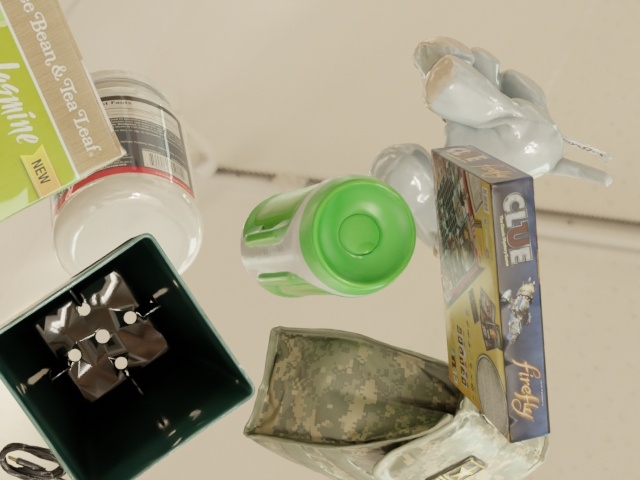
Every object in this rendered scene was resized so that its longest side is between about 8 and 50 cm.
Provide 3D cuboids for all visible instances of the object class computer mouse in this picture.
[{"bbox_3d":[-0.292,0.314,1.591,0.071,0.242,0.041,-53,-165,19],"label":"computer mouse"}]

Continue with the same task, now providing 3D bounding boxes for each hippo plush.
[{"bbox_3d":[0.200,-0.106,1.683,0.236,0.294,0.234,-55,180,22],"label":"hippo plush"}]

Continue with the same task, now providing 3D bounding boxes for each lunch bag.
[{"bbox_3d":[0.100,0.214,1.476,0.287,0.235,0.169,1,-112,34],"label":"lunch bag"}]

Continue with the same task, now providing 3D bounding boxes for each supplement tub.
[{"bbox_3d":[-0.262,-0.081,1.661,0.191,0.191,0.272,-38,-140,19],"label":"supplement tub"}]

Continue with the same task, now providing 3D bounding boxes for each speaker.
[{"bbox_3d":[0.000,0.000,1.347,0.131,0.131,0.296,-58,-167,-11],"label":"speaker"}]

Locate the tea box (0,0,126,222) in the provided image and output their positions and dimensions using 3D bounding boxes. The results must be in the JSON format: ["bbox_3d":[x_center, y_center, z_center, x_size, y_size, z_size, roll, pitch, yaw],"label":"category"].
[{"bbox_3d":[-0.379,-0.123,0.966,0.323,0.220,0.329,-31,-149,-17],"label":"tea box"}]

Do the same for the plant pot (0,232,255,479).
[{"bbox_3d":[-0.191,0.099,1.138,0.165,0.166,0.234,-35,-169,-10],"label":"plant pot"}]

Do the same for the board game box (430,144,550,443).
[{"bbox_3d":[0.157,0.044,1.179,0.042,0.243,0.165,-10,-163,-12],"label":"board game box"}]
